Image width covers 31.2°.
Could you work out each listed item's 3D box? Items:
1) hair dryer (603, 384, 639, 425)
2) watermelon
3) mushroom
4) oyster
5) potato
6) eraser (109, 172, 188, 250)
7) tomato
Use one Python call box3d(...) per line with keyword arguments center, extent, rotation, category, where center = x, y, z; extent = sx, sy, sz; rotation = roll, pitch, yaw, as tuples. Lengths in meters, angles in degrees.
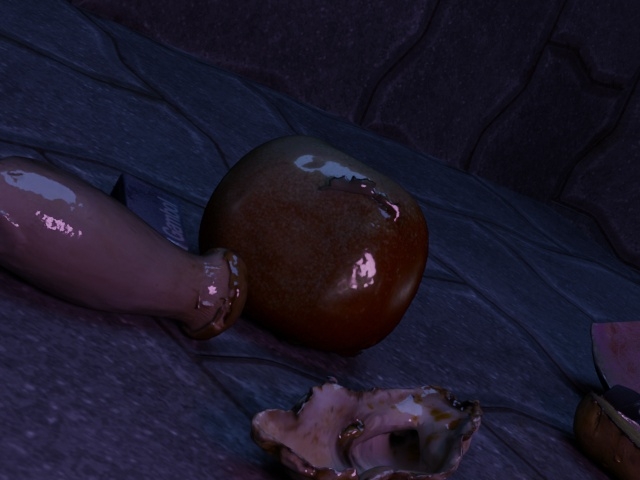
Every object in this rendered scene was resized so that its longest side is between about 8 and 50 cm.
box3d(center=(0.608, 0.279, 1.838), extent=(0.235, 0.271, 0.091), rotation=(48, -18, 27), category="hair dryer")
box3d(center=(0.650, 0.286, 2.001), extent=(0.222, 0.319, 0.292), rotation=(62, 21, -63), category="watermelon")
box3d(center=(-0.229, 0.013, 1.232), extent=(0.350, 0.128, 0.128), rotation=(24, 16, -35), category="mushroom")
box3d(center=(0.062, 0.214, 1.187), extent=(0.166, 0.110, 0.341), rotation=(31, 16, 22), category="oyster")
box3d(center=(0.445, 0.315, 1.684), extent=(0.164, 0.081, 0.200), rotation=(26, 16, -52), category="potato")
box3d(center=(-0.225, -0.019, 1.500), extent=(0.092, 0.046, 0.212), rotation=(26, 15, -21), category="eraser")
box3d(center=(0.000, 0.000, 1.503), extent=(0.303, 0.239, 0.303), rotation=(29, 10, -6), category="tomato")
